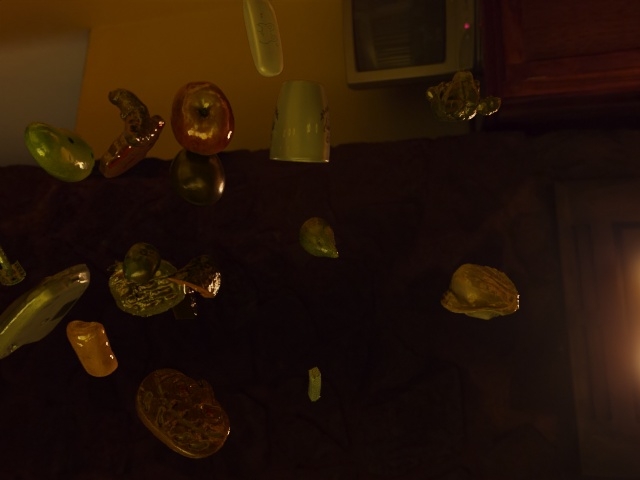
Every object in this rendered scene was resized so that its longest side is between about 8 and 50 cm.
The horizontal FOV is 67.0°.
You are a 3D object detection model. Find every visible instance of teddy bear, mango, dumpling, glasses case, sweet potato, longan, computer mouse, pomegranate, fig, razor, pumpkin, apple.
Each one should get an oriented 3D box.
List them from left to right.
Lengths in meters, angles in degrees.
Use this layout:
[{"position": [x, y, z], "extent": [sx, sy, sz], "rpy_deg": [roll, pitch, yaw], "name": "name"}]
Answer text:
[{"position": [-0.943, 0.012, 1.397], "extent": [0.068, 0.106, 0.232], "rpy_deg": [-31, -50, -31], "name": "razor"}, {"position": [-0.695, 0.168, 1.174], "extent": [0.095, 0.331, 0.197], "rpy_deg": [47, -162, -2], "name": "computer mouse"}, {"position": [-0.815, -0.278, 1.518], "extent": [0.293, 0.142, 0.175], "rpy_deg": [98, 152, -83], "name": "mango"}, {"position": [-0.696, 0.090, 1.807], "extent": [0.152, 0.190, 0.131], "rpy_deg": [-79, -25, -53], "name": "pomegranate"}, {"position": [-0.597, -0.386, 1.552], "extent": [0.124, 0.098, 0.310], "rpy_deg": [30, -154, -54], "name": "sweet potato"}, {"position": [-0.561, -0.298, 2.242], "extent": [0.300, 0.242, 0.301], "rpy_deg": [12, -90, -80], "name": "longan"}, {"position": [-0.508, -0.535, 2.082], "extent": [0.309, 0.277, 0.250], "rpy_deg": [54, 153, 13], "name": "apple"}, {"position": [-0.471, 0.128, 1.952], "extent": [0.278, 0.111, 0.163], "rpy_deg": [42, -123, -56], "name": "pumpkin"}, {"position": [-0.167, -0.603, 1.421], "extent": [0.092, 0.059, 0.234], "rpy_deg": [-16, -79, -37], "name": "glasses case"}, {"position": [-0.016, -0.002, 2.182], "extent": [0.234, 0.166, 0.167], "rpy_deg": [-103, 2, -56], "name": "fig"}, {"position": [0.430, -0.425, 1.429], "extent": [0.251, 0.171, 0.144], "rpy_deg": [-118, 29, -75], "name": "teddy bear"}, {"position": [0.337, 0.115, 1.000], "extent": [0.176, 0.150, 0.093], "rpy_deg": [7, -67, -43], "name": "dumpling"}]

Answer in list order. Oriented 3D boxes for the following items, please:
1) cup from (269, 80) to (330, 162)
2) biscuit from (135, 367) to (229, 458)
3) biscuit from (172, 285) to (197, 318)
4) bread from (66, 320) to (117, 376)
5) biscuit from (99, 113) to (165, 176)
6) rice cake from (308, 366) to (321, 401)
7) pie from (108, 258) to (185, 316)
[{"position": [-0.056, -0.366, 1.534], "extent": [0.258, 0.186, 0.234], "rpy_deg": [-44, -42, -83], "name": "cup"}, {"position": [-0.520, 0.648, 1.881], "extent": [0.070, 0.394, 0.350], "rpy_deg": [-54, 0, 22], "name": "biscuit"}, {"position": [-0.656, 0.283, 2.295], "extent": [0.252, 0.106, 0.070], "rpy_deg": [93, 172, -50], "name": "biscuit"}, {"position": [-0.900, 0.434, 1.909], "extent": [0.091, 0.141, 0.305], "rpy_deg": [-78, -7, -48], "name": "bread"}, {"position": [-0.871, -0.435, 2.254], "extent": [0.074, 0.381, 0.359], "rpy_deg": [48, -173, -8], "name": "biscuit"}, {"position": [-0.021, 0.528, 1.760], "extent": [0.245, 0.042, 0.045], "rpy_deg": [94, 152, -54], "name": "rice cake"}, {"position": [-0.715, 0.195, 1.991], "extent": [0.071, 0.306, 0.307], "rpy_deg": [-126, 24, -59], "name": "pie"}]
